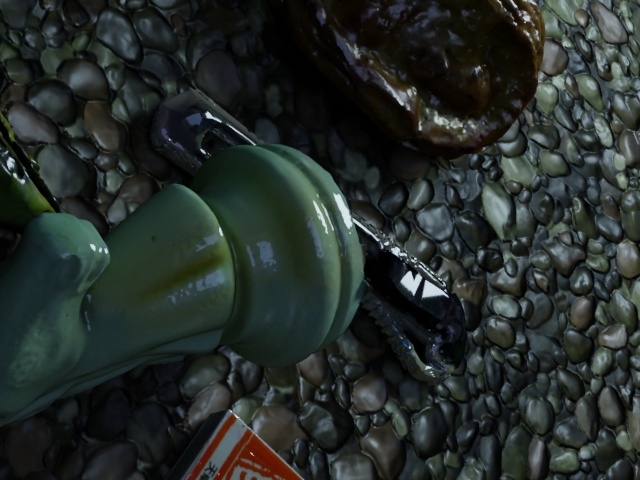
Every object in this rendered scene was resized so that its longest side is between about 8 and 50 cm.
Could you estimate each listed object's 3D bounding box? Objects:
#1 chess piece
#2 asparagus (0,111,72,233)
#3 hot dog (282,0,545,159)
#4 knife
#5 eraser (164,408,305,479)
[{"bbox_3d":[-0.130,0.037,0.903,0.298,0.176,0.175,-18,90,-36],"label":"chess piece"},{"bbox_3d":[-0.320,-0.088,0.832,0.382,0.108,0.128,14,66,-36],"label":"asparagus"},{"bbox_3d":[0.087,-0.180,1.131,0.259,0.114,0.175,33,100,-28],"label":"hot dog"},{"bbox_3d":[0.004,-0.001,1.091,0.365,0.043,0.089,40,58,-23],"label":"knife"},{"bbox_3d":[-0.041,0.264,1.001,0.230,0.038,0.157,46,57,-18],"label":"eraser"}]
